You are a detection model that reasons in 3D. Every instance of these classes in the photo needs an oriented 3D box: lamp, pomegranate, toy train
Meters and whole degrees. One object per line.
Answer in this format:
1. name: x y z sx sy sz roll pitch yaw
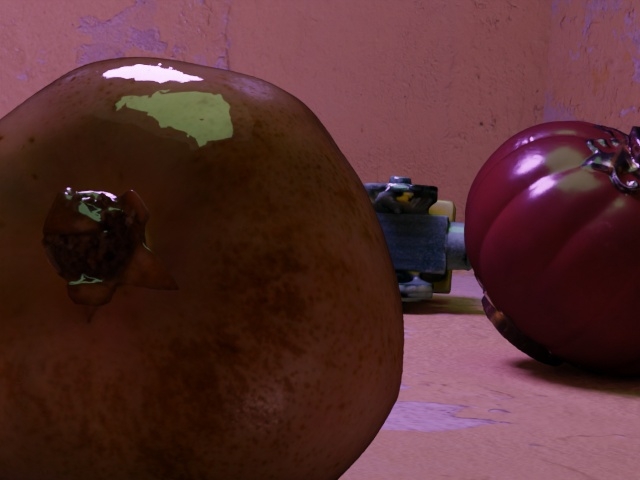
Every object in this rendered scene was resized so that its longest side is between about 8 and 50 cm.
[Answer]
1. lamp: 0.295 0.009 1.810 0.303 0.257 0.303 33 23 -16
2. pomegranate: -0.097 0.032 0.999 0.319 0.319 0.319 4 4 0
3. toy train: 0.000 0.000 2.366 0.442 0.179 0.272 3 -2 6
